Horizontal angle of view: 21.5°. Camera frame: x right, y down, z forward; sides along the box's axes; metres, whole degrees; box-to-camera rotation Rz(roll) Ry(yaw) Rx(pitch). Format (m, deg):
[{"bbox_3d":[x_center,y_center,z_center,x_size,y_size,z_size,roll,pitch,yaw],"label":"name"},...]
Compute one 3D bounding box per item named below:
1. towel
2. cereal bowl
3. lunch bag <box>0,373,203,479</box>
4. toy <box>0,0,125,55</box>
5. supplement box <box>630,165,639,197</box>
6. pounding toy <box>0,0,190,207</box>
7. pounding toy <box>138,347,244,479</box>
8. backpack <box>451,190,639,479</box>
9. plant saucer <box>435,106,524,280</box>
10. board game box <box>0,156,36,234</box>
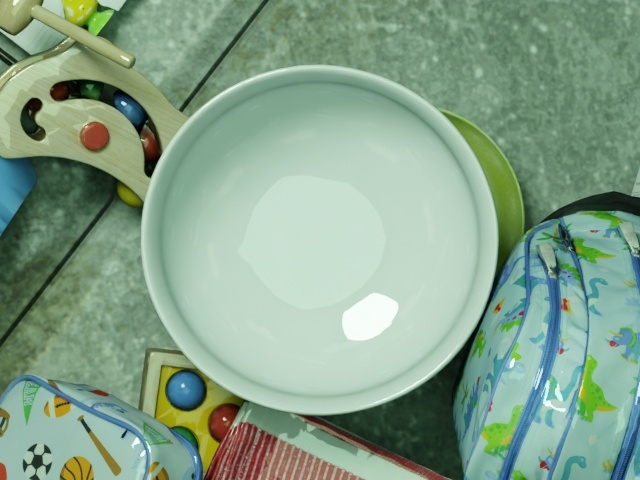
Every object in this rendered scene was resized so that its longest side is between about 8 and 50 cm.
[{"bbox_3d":[-0.034,0.339,1.646,0.237,0.037,0.329,26,83,-6],"label":"towel"},{"bbox_3d":[0.000,0.000,1.647,0.339,0.141,0.339,0,90,1],"label":"cereal bowl"},{"bbox_3d":[-0.252,0.296,1.622,0.243,0.115,0.303,22,89,34],"label":"lunch bag"},{"bbox_3d":[-0.314,-0.287,1.704,0.237,0.056,0.137,38,82,-12],"label":"toy"},{"bbox_3d":[0.418,-0.105,1.790,0.111,0.114,0.220,18,85,-8],"label":"supplement box"},{"bbox_3d":[-0.234,-0.117,1.640,0.269,0.155,0.154,43,86,-20],"label":"pounding toy"},{"bbox_3d":[-0.088,0.145,1.716,0.181,0.094,0.206,7,89,-9],"label":"pounding toy"},{"bbox_3d":[0.242,0.136,1.588,0.273,0.355,0.290,14,116,-19],"label":"backpack"},{"bbox_3d":[0.094,-0.022,1.775,0.241,0.037,0.241,0,89,-9],"label":"plant saucer"},{"bbox_3d":[-0.358,-0.067,1.671,0.133,0.033,0.169,48,39,-22],"label":"board game box"}]
